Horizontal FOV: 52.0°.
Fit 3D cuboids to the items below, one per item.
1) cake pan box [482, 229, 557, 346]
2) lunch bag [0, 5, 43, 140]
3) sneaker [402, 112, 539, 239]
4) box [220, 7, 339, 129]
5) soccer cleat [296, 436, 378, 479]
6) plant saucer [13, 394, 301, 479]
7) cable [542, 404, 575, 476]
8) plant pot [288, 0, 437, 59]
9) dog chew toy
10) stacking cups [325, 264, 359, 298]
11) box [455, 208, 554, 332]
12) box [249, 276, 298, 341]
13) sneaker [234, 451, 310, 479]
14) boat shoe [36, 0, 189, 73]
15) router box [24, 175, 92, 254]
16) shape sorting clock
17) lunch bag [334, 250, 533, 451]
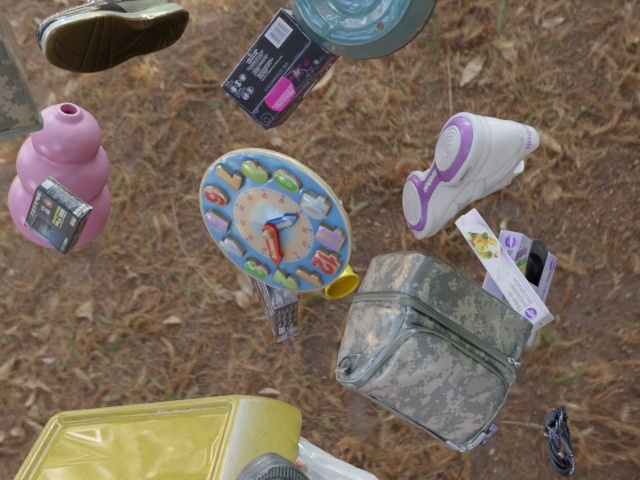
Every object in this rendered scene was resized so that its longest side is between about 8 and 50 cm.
[{"bbox_3d":[0.506,0.123,1.690,0.070,0.245,0.267,14,82,41],"label":"cake pan box"},{"bbox_3d":[-0.479,-0.195,0.685,0.286,0.235,0.169,-20,66,-13],"label":"lunch bag"},{"bbox_3d":[0.225,-0.084,1.023,0.152,0.305,0.114,-3,68,-16],"label":"sneaker"},{"bbox_3d":[-0.097,-0.421,1.621,0.163,0.142,0.247,44,110,1],"label":"box"},{"bbox_3d":[0.017,0.290,0.785,0.196,0.076,0.068,35,125,20],"label":"soccer cleat"},{"bbox_3d":[-0.202,0.277,0.668,0.332,0.081,0.333,-8,29,10],"label":"plant saucer"},{"bbox_3d":[0.599,0.491,1.620,0.047,0.184,0.151,-20,88,28],"label":"cable"},{"bbox_3d":[0.064,-0.420,1.068,0.271,0.255,0.272,3,112,6],"label":"plant pot"},{"bbox_3d":[-0.530,-0.138,1.353,0.206,0.206,0.332,47,135,23],"label":"dog chew toy"},{"bbox_3d":[0.000,0.000,1.722,0.096,0.096,0.316,-31,55,8],"label":"stacking cups"},{"bbox_3d":[0.432,0.066,1.561,0.063,0.067,0.324,-37,58,14],"label":"box"},{"bbox_3d":[-0.143,0.139,1.945,0.076,0.307,0.243,-20,67,-11],"label":"box"},{"bbox_3d":[0.020,0.293,0.579,0.087,0.228,0.130,-41,27,-16],"label":"sneaker"},{"bbox_3d":[-0.177,-0.180,0.550,0.049,0.152,0.056,41,126,11],"label":"boat shoe"},{"bbox_3d":[-0.465,-0.042,1.160,0.092,0.038,0.122,37,134,-6],"label":"router box"},{"bbox_3d":[-0.058,-0.018,0.794,0.206,0.206,0.040,8,40,20],"label":"shape sorting clock"},{"bbox_3d":[0.191,0.197,1.151,0.212,0.305,0.256,-5,54,63],"label":"lunch bag"}]
